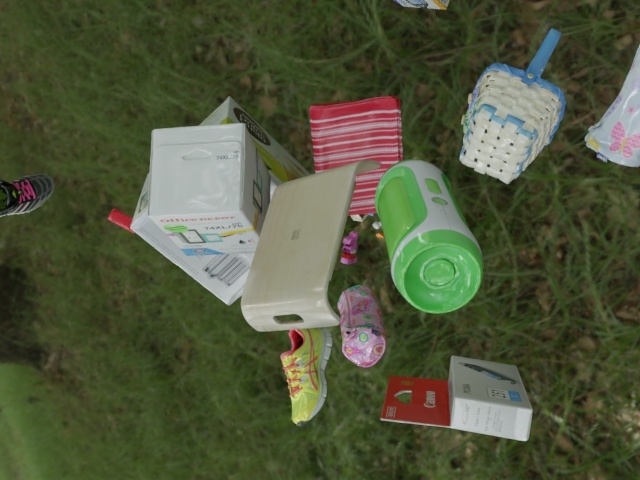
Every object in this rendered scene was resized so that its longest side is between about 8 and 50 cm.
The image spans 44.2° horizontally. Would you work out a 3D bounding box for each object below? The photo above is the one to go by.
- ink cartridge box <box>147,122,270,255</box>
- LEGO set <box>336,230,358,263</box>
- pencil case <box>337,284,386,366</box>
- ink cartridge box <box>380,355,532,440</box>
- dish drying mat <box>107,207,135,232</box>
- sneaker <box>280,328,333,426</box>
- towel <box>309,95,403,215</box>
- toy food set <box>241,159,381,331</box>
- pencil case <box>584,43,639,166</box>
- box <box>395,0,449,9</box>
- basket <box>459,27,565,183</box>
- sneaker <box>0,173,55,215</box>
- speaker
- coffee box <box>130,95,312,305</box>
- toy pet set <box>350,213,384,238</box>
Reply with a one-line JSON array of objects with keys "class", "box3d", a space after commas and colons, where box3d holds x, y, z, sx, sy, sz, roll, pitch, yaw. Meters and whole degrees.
[{"class": "ink cartridge box", "box3d": [-0.229, -0.101, 1.683, 0.270, 0.198, 0.197, 65, -157, -70]}, {"class": "LEGO set", "box3d": [0.000, 0.000, 1.677, 0.087, 0.227, 0.093, 15, 100, 26]}, {"class": "pencil case", "box3d": [0.110, 0.228, 2.166, 0.284, 0.124, 0.124, -91, -2, -68]}, {"class": "ink cartridge box", "box3d": [0.257, 0.289, 1.519, 0.296, 0.261, 0.066, -36, -47, -80]}, {"class": "dish drying mat", "box3d": [-0.498, -0.049, 1.999, 0.032, 0.083, 0.008, -56, 37, 1]}, {"class": "sneaker", "box3d": [-0.040, 0.252, 1.497, 0.081, 0.094, 0.209, -40, 32, 41]}, {"class": "towel", "box3d": [0.084, -0.180, 1.738, 0.031, 0.198, 0.275, -91, -5, -63]}, {"class": "toy food set", "box3d": [-0.011, 0.010, 1.393, 0.219, 0.092, 0.306, -10, 58, 46]}, {"class": "pencil case", "box3d": [0.646, -0.282, 1.578, 0.124, 0.113, 0.273, 42, 119, 35]}, {"class": "box", "box3d": [0.190, -0.507, 1.613, 0.136, 0.081, 0.028, 25, 90, 45]}, {"class": "basket", "box3d": [0.431, -0.296, 1.729, 0.201, 0.289, 0.255, 31, 151, 14]}, {"class": "sneaker", "box3d": [-0.535, -0.077, 1.372, 0.074, 0.170, 0.063, -15, 97, 52]}, {"class": "speaker", "box3d": [0.151, -0.016, 1.144, 0.297, 0.131, 0.131, -94, 3, -63]}, {"class": "coffee box", "box3d": [-0.239, -0.109, 2.072, 0.337, 0.338, 0.334, 42, -162, -23]}, {"class": "toy pet set", "box3d": [0.128, -0.072, 1.904, 0.114, 0.065, 0.122, 11, 143, 50]}]
